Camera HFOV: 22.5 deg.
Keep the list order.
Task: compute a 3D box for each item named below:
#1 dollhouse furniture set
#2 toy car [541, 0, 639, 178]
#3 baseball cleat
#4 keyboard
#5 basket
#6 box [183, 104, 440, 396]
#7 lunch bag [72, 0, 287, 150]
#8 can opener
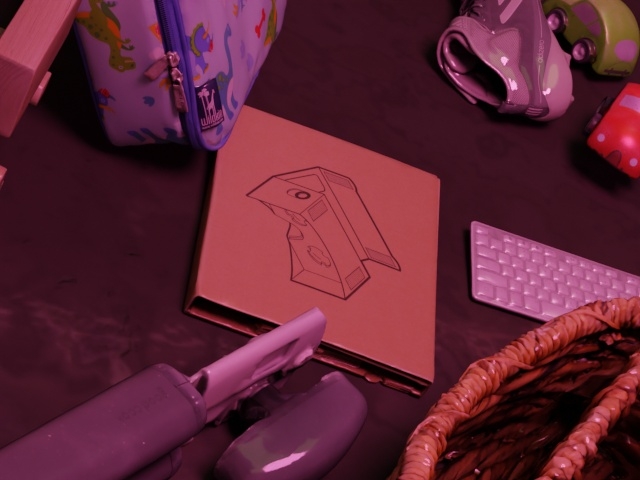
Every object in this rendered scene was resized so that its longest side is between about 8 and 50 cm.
[{"bbox_3d":[-0.227,-0.087,0.909,0.123,0.151,0.144,25,37,-8],"label":"dollhouse furniture set"},{"bbox_3d":[0.266,-0.143,1.347,0.239,0.053,0.225,-2,46,-43],"label":"toy car"},{"bbox_3d":[0.134,-0.183,1.304,0.109,0.072,0.206,3,46,-31],"label":"baseball cleat"},{"bbox_3d":[0.221,0.051,1.157,0.256,0.014,0.072,18,41,-15],"label":"keyboard"},{"bbox_3d":[0.160,0.134,0.865,0.213,0.223,0.299,40,41,11],"label":"basket"},{"bbox_3d":[0.000,0.000,1.064,0.164,0.021,0.201,21,41,-13],"label":"box"},{"bbox_3d":[-0.089,-0.176,1.064,0.090,0.176,0.219,3,36,16],"label":"lunch bag"},{"bbox_3d":[-0.078,0.118,0.846,0.095,0.076,0.283,44,42,17],"label":"can opener"}]
